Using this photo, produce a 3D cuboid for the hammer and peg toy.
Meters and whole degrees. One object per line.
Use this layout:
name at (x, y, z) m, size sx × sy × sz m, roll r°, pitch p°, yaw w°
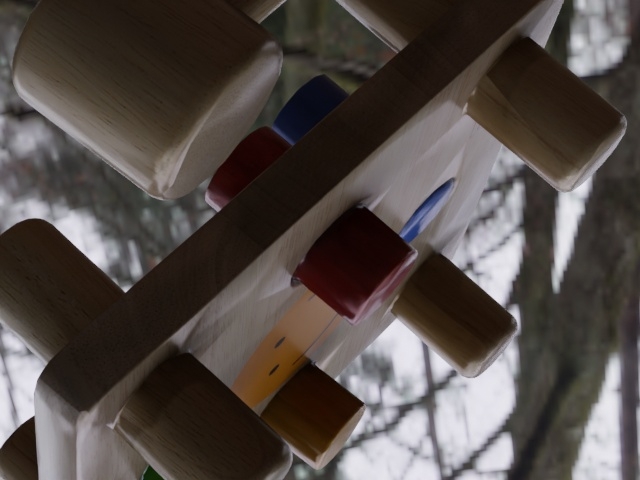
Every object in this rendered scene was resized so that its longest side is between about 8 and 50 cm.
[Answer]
hammer and peg toy at (0.000, 0.000, 0.659) m, size 0.127 × 0.361 × 0.266 m, roll 41°, pitch -116°, yaw 13°
